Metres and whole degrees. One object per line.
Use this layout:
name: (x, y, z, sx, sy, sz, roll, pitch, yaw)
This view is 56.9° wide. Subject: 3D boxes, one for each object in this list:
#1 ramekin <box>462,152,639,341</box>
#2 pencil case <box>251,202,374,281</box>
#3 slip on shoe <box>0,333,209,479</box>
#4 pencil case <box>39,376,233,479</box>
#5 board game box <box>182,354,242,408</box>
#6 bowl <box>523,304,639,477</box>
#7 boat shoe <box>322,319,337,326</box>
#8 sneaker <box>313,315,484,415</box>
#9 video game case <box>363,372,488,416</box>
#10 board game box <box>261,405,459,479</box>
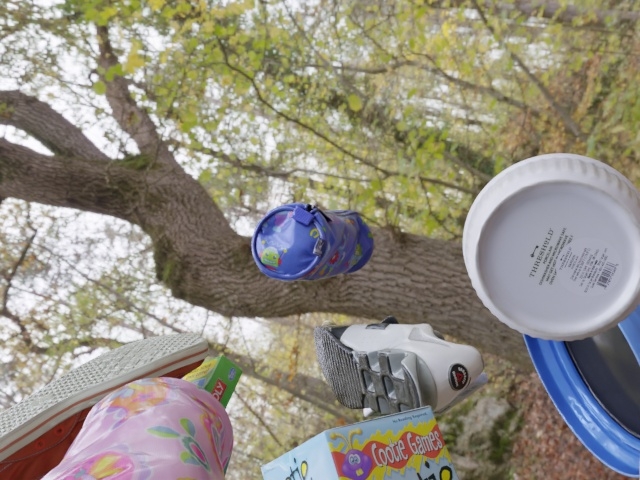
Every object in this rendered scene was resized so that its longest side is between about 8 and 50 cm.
ramekin: (0.255, 0.010, 0.642, 0.109, 0.207, 0.207, -23, -56, -68)
pencil case: (0.000, 0.000, 1.012, 0.133, 0.119, 0.306, -56, -17, 12)
slip on shoe: (-0.291, 0.222, 0.763, 0.331, 0.123, 0.101, -30, -72, -24)
pencil case: (-0.107, 0.166, 0.328, 0.284, 0.124, 0.124, -167, 92, -81)
board game box: (-0.265, 0.299, 0.865, 0.046, 0.317, 0.213, 45, -139, -23)
bowl: (0.465, 0.193, 1.000, 0.391, 0.077, 0.391, 161, 90, -85)
boat shoe: (0.028, 0.286, 1.548, 0.048, 0.056, 0.153, -22, -72, -59)
sneaker: (0.105, 0.179, 0.874, 0.146, 0.330, 0.122, -16, -81, -26)
video game case: (0.206, 0.311, 1.184, 0.201, 0.183, 0.023, 119, 149, -51)
board game box: (0.067, 0.324, 0.567, 0.142, 0.275, 0.144, -1, -30, -36)
